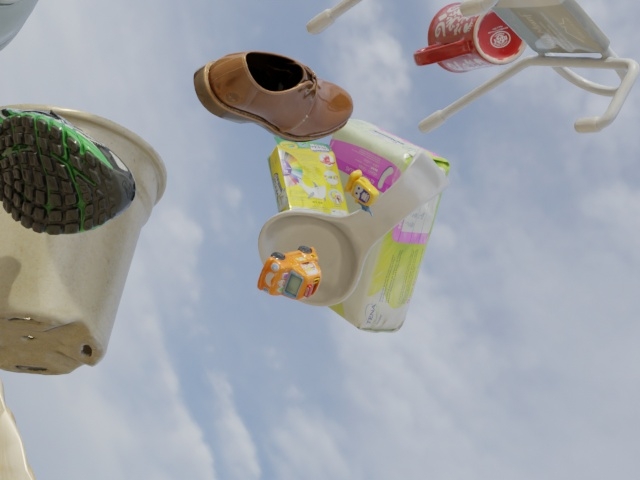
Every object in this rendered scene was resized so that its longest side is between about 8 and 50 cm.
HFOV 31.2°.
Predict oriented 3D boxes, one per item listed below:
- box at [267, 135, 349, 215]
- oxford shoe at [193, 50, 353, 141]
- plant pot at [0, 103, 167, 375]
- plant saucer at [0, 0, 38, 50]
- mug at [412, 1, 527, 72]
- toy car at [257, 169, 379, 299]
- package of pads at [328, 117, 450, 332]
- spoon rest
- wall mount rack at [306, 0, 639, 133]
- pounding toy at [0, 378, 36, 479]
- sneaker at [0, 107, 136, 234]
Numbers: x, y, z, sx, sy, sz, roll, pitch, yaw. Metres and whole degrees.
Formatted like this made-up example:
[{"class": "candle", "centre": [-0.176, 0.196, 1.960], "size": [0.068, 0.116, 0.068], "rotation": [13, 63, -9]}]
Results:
[{"class": "box", "centre": [-0.019, -0.077, 1.745], "size": [0.043, 0.105, 0.179], "rotation": [-48, -136, 47]}, {"class": "oxford shoe", "centre": [-0.026, -0.149, 1.163], "size": [0.076, 0.212, 0.076], "rotation": [-23, -106, 36]}, {"class": "plant pot", "centre": [-0.406, 0.020, 1.689], "size": [0.334, 0.333, 0.306], "rotation": [124, -28, -57]}, {"class": "plant saucer", "centre": [-0.466, -0.437, 1.578], "size": [0.100, 0.400, 0.401], "rotation": [8, -55, 21]}, {"class": "mug", "centre": [0.238, -0.305, 1.791], "size": [0.113, 0.150, 0.169], "rotation": [40, -4, -17]}, {"class": "toy car", "centre": [0.000, 0.000, 0.933], "size": [0.040, 0.060, 0.122], "rotation": [42, -72, 30]}, {"class": "package of pads", "centre": [0.077, -0.024, 1.826], "size": [0.229, 0.101, 0.297], "rotation": [34, -68, 53]}, {"class": "spoon rest", "centre": [0.028, -0.009, 1.371], "size": [0.137, 0.084, 0.276], "rotation": [49, -52, -6]}, {"class": "wall mount rack", "centre": [0.165, -0.220, 1.251], "size": [0.350, 0.130, 0.304], "rotation": [38, -13, -31]}, {"class": "pounding toy", "centre": [-0.272, 0.232, 0.845], "size": [0.269, 0.154, 0.155], "rotation": [59, -21, 32]}, {"class": "sneaker", "centre": [-0.321, -0.104, 1.361], "size": [0.343, 0.146, 0.134], "rotation": [23, -63, 43]}]
